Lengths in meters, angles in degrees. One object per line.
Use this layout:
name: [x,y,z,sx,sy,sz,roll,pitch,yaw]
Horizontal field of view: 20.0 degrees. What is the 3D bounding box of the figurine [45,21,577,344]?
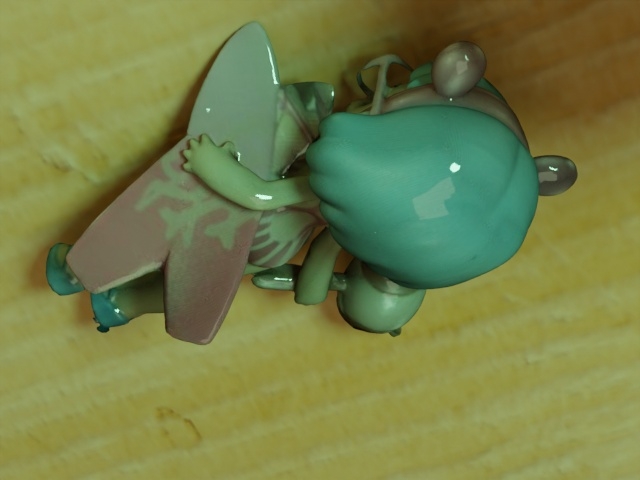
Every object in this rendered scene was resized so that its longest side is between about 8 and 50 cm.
figurine: [-0.004,0.006,0.876,0.260,0.103,0.205,-19,131,25]
